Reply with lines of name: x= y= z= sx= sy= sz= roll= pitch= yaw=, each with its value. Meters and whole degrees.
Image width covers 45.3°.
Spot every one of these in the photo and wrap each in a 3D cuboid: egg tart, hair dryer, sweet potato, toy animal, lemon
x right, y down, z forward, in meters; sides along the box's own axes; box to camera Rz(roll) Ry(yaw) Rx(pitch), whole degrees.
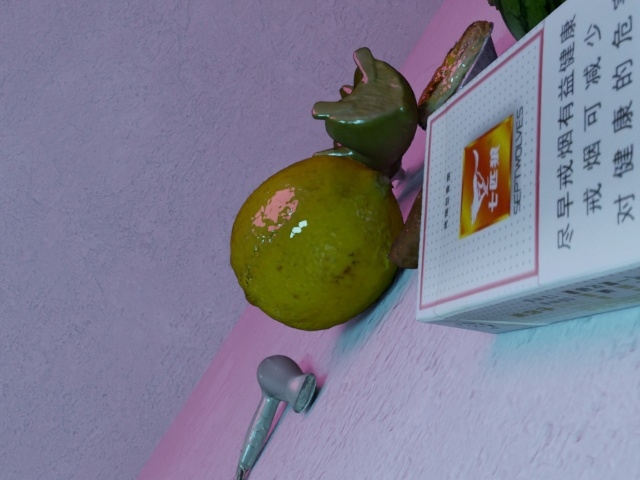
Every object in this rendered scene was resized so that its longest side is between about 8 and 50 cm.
egg tart: x=0.262 y=-0.298 z=1.422 sx=0.234 sy=0.094 sz=0.234 roll=-59 pitch=6 yaw=10
hair dryer: x=-0.088 y=0.306 z=1.244 sx=0.237 sy=0.075 sz=0.206 roll=-64 pitch=15 yaw=-6
sweet potato: x=0.199 y=-0.109 z=1.024 sx=0.341 sy=0.092 sz=0.114 roll=-56 pitch=-9 yaw=-4
toy animal: x=0.083 y=-0.188 z=1.466 sx=0.181 sy=0.180 sz=0.363 roll=-62 pitch=-8 yaw=-22
lemon: x=0.000 y=0.000 z=1.193 sx=0.310 sy=0.258 sz=0.258 roll=-45 pitch=11 yaw=26

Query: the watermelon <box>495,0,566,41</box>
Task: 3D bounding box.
watermelon: x=0.289 y=-0.365 z=0.837 sx=0.331 sy=0.189 sz=0.331 roll=-42 pitch=30 yaw=33

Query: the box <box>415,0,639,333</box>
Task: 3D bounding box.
box: x=0.183 y=-0.052 z=0.590 sx=0.330 sy=0.095 sz=0.210 roll=146 pitch=132 yaw=-68

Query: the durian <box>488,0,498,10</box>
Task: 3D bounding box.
durian: x=0.348 y=-0.457 z=1.260 sx=0.196 sy=0.196 sz=0.167 roll=-54 pitch=36 yaw=15
